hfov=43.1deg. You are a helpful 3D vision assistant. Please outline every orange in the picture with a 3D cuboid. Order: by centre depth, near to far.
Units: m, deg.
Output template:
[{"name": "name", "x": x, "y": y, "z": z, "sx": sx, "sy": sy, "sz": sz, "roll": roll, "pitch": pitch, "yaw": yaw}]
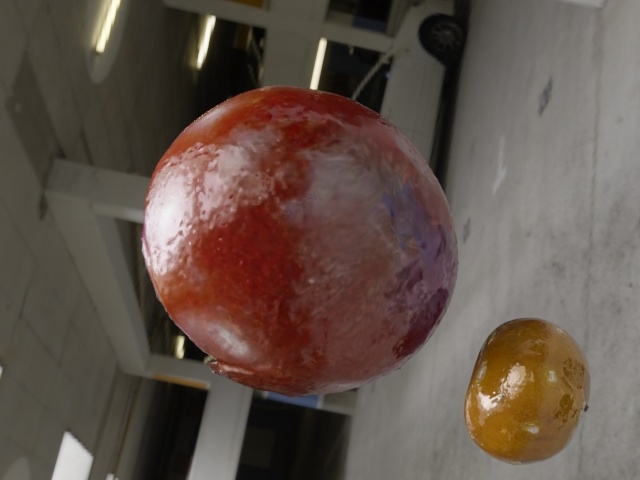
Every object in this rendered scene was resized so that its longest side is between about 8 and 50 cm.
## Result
[{"name": "orange", "x": 0.219, "y": 0.159, "z": 0.850, "sx": 0.156, "sy": 0.124, "sz": 0.156, "roll": 18, "pitch": -90, "yaw": -82}]

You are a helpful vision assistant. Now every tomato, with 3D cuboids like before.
[{"name": "tomato", "x": 0.005, "y": 0.003, "z": 0.778, "sx": 0.289, "sy": 0.335, "sz": 0.176, "roll": -41, "pitch": 11, "yaw": -32}]
